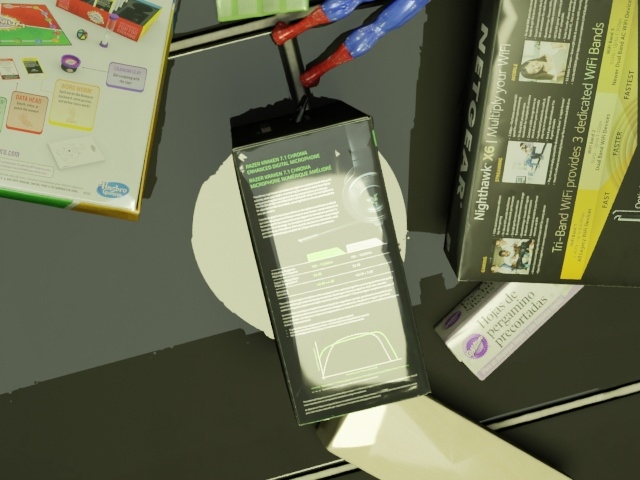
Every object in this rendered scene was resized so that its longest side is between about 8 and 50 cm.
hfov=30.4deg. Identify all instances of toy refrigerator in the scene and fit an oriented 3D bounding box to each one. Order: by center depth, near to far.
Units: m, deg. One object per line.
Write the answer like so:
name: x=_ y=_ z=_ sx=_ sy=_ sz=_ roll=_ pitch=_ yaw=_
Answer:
toy refrigerator: x=0.138 y=0.238 z=1.290 sx=0.269 sy=0.094 sz=0.102 roll=30 pitch=89 yaw=-10

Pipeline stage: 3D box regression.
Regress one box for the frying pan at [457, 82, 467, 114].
frying pan: x=0.220 y=-0.273 z=1.159 sx=0.053 sy=0.197 sz=0.326 roll=33 pitch=95 yaw=20

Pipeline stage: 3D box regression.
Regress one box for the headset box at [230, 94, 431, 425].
headset box: x=0.000 y=0.000 z=1.157 sx=0.131 sy=0.246 sz=0.283 roll=-14 pitch=100 yaw=-2

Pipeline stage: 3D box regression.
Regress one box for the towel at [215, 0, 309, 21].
towel: x=-0.069 y=-0.301 z=1.183 sx=0.113 sy=0.023 sz=0.152 roll=-1 pitch=101 yaw=30

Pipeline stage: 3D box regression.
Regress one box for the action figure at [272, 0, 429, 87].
action figure: x=0.095 y=-0.268 z=1.207 sx=0.280 sy=0.139 sz=0.091 roll=-27 pitch=104 yaw=23

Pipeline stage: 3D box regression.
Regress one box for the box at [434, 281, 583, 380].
box: x=0.265 y=0.014 z=1.274 sx=0.324 sy=0.067 sz=0.063 roll=-43 pitch=102 yaw=4

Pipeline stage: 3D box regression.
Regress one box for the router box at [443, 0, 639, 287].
router box: x=0.262 y=-0.108 z=1.145 sx=0.243 sy=0.081 sz=0.309 roll=3 pitch=113 yaw=-8

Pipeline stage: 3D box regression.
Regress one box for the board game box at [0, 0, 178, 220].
board game box: x=-0.267 y=-0.196 z=1.148 sx=0.242 sy=0.064 sz=0.317 roll=11 pitch=82 yaw=-7
